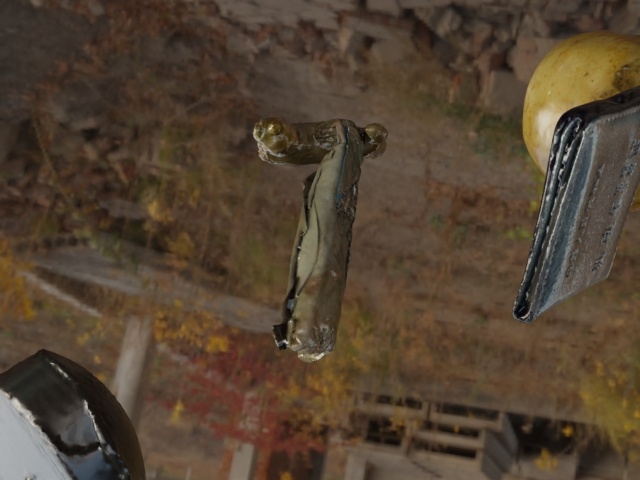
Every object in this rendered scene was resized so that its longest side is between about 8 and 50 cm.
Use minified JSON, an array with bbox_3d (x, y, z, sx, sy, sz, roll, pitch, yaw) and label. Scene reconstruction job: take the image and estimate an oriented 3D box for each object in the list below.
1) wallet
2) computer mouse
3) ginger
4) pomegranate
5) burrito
[{"bbox_3d":[0.260,-0.037,0.911,0.036,0.222,0.167,28,-148,35],"label":"wallet"},{"bbox_3d":[-0.232,0.194,0.860,0.168,0.087,0.295,53,144,5],"label":"computer mouse"},{"bbox_3d":[0.012,-0.172,1.674,0.333,0.080,0.166,1,173,-34],"label":"ginger"},{"bbox_3d":[0.403,-0.170,1.311,0.261,0.260,0.260,9,164,3],"label":"pomegranate"},{"bbox_3d":[0.002,0.000,0.638,0.042,0.171,0.051,0,154,14],"label":"burrito"}]
